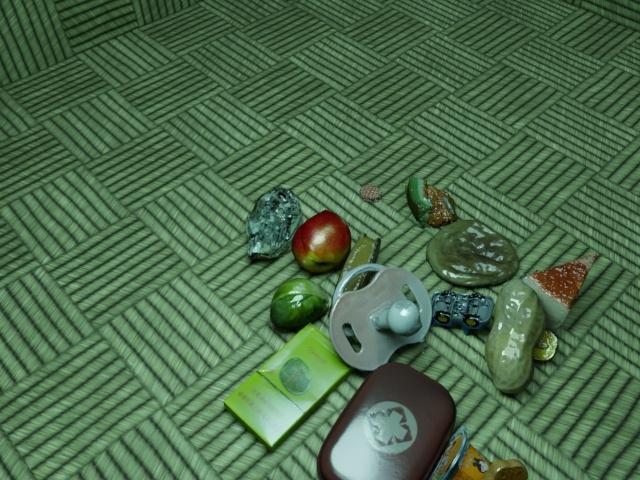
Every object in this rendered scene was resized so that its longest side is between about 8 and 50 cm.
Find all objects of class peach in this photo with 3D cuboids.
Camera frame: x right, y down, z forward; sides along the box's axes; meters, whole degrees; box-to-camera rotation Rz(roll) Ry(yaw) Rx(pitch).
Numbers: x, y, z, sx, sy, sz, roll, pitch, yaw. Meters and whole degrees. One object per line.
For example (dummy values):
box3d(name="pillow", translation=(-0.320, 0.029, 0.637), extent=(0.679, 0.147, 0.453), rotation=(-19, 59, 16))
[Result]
box3d(name="peach", translation=(0.000, 0.000, 1.875), extent=(0.190, 0.190, 0.192), rotation=(-6, 54, -6))
box3d(name="peach", translation=(0.625, 0.299, 1.706), extent=(0.098, 0.061, 0.098), rotation=(-17, 57, 28))

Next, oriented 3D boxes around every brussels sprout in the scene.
box3d(name="brussels sprout", translation=(-0.062, 0.182, 1.745), extent=(0.183, 0.145, 0.131), rotation=(-25, 48, -19))

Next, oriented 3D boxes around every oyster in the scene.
box3d(name="oyster", translation=(-0.160, -0.048, 1.955), extent=(0.162, 0.158, 0.351), rotation=(-21, 28, 27))

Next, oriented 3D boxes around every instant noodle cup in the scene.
box3d(name="instant noodle cup", translation=(0.340, 0.560, 1.426), extent=(0.126, 0.177, 0.208), rotation=(34, 75, 9))

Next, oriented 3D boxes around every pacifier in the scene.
box3d(name="pacifier", translation=(0.179, 0.211, 1.659), extent=(0.332, 0.220, 0.273), rotation=(-29, 40, -22))

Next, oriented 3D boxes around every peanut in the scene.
box3d(name="peanut", translation=(0.534, 0.264, 1.662), extent=(0.149, 0.149, 0.313), rotation=(16, 70, 13))

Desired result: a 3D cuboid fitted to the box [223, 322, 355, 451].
box3d(name="box", translation=(-0.077, 0.388, 1.639), extent=(0.187, 0.047, 0.335), rotation=(35, 59, 26))

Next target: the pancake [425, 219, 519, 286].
box3d(name="pancake", translation=(0.481, 0.039, 1.934), extent=(0.295, 0.049, 0.294), rotation=(0, 48, 0))

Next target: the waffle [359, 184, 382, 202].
box3d(name="waffle", translation=(0.175, -0.167, 2.120), extent=(0.075, 0.029, 0.083), rotation=(-12, 48, -13))

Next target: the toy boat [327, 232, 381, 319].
box3d(name="toy boat", translation=(0.101, 0.123, 1.818), extent=(0.089, 0.121, 0.321), rotation=(17, 66, 14))

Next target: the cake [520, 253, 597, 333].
box3d(name="cake", translation=(0.725, 0.156, 1.767), extent=(0.262, 0.158, 0.159), rotation=(-16, 56, -15))

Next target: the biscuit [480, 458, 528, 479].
box3d(name="biscuit", translation=(0.353, 0.639, 1.338), extent=(0.334, 0.202, 0.047), rotation=(-43, 16, -6))

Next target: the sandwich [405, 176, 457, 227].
box3d(name="sandwich", translation=(0.373, -0.138, 2.045), extent=(0.160, 0.109, 0.184), rotation=(-8, 51, -3))

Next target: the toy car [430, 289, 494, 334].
box3d(name="toy car", translation=(0.409, 0.213, 1.763), extent=(0.191, 0.100, 0.097), rotation=(3, 47, 29))

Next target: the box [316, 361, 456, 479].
box3d(name="box", translation=(0.170, 0.491, 1.512), extent=(0.263, 0.108, 0.404), rotation=(26, 54, 20))
